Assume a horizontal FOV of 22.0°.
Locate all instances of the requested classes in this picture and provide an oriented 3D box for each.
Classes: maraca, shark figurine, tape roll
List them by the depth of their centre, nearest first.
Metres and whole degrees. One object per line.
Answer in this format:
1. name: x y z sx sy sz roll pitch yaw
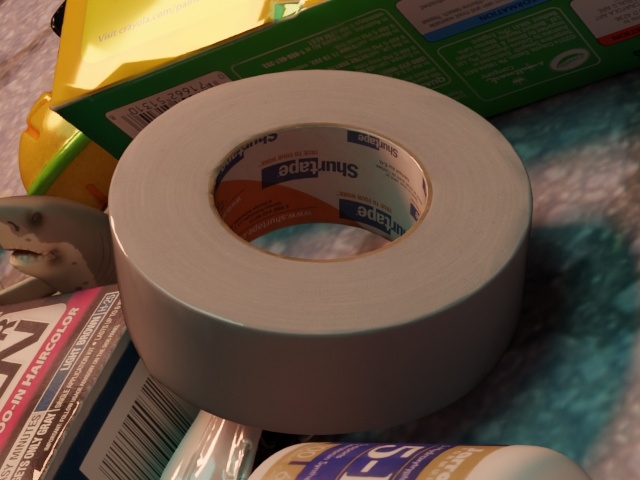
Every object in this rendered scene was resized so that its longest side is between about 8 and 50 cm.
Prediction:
1. tape roll: 0.000 0.000 0.869 0.219 0.072 0.219 0 40 0
2. shark figurine: -0.161 0.008 1.082 0.278 0.166 0.116 147 135 -64
3. maraca: -0.153 -0.089 1.225 0.186 0.099 0.127 -48 6 -37

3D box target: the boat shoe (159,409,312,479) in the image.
1. boat shoe: -0.027 0.090 0.882 0.063 0.066 0.184 4 44 29

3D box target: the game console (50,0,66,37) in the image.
1. game console: -0.135 -0.208 1.394 0.085 0.124 0.144 -41 15 54

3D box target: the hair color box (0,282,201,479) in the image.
1. hair color box: -0.226 0.137 0.977 0.347 0.105 0.174 -12 37 37

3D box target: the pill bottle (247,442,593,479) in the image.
1. pill bottle: 0.059 0.139 0.673 0.186 0.112 0.112 -6 41 41

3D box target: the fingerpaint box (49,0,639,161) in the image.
1. fingerpaint box: 0.060 -0.259 1.090 0.444 0.163 0.371 -18 53 29
